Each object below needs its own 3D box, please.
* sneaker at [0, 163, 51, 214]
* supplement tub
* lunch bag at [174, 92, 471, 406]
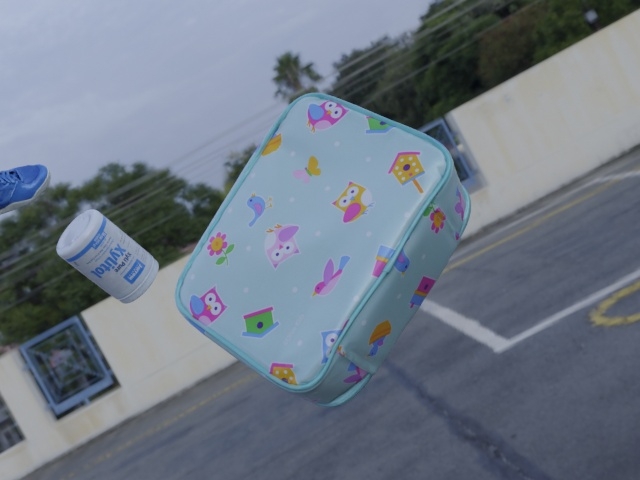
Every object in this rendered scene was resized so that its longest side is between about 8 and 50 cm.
[{"bbox_3d":[-0.464,-0.084,1.182,0.152,0.058,0.085,-30,-33,-20],"label":"sneaker"},{"bbox_3d":[-0.257,0.020,1.001,0.071,0.107,0.071,-31,34,24],"label":"supplement tub"},{"bbox_3d":[0.000,0.000,0.809,0.279,0.224,0.108,-57,-35,-8],"label":"lunch bag"}]
